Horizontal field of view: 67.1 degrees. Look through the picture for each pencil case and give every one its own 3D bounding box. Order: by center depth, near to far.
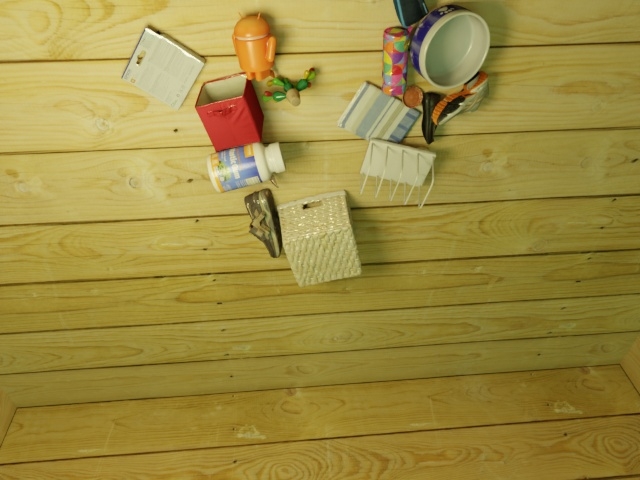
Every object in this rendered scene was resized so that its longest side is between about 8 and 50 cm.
[{"bbox_3d":[0.276,-0.652,1.756,0.104,0.104,0.236,-4,133,-3],"label":"pencil case"}]

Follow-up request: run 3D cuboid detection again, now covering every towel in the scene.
[{"bbox_3d":[0.232,-0.491,1.934,0.285,0.034,0.209,20,124,-24],"label":"towel"}]

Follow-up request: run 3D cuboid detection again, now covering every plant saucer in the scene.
[{"bbox_3d":[0.357,-0.560,1.885,0.083,0.013,0.084,-4,111,-9],"label":"plant saucer"}]

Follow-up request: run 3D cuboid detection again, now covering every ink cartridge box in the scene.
[{"bbox_3d":[-0.562,-0.614,1.729,0.224,0.045,0.223,28,122,-26],"label":"ink cartridge box"}]

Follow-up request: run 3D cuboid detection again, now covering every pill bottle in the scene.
[{"bbox_3d":[-0.273,-0.282,1.810,0.272,0.152,0.152,-15,131,2],"label":"pill bottle"}]

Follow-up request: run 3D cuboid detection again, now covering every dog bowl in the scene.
[{"bbox_3d":[0.455,-0.681,1.704,0.264,0.104,0.265,-14,133,-15],"label":"dog bowl"}]

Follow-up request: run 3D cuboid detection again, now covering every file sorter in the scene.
[{"bbox_3d":[0.311,-0.268,1.988,0.277,0.173,0.193,13,142,-2],"label":"file sorter"}]

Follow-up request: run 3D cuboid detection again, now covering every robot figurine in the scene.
[{"bbox_3d":[-0.226,-0.668,1.662,0.128,0.158,0.219,-16,128,-13],"label":"robot figurine"}]

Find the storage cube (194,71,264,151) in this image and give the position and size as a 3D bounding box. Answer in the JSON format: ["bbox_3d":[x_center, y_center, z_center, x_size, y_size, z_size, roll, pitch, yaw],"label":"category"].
[{"bbox_3d":[-0.327,-0.470,1.772,0.183,0.215,0.193,-11,134,9],"label":"storage cube"}]

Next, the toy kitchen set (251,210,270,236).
[{"bbox_3d":[-0.244,-0.065,2.076,0.083,0.068,0.075,37,122,-16],"label":"toy kitchen set"}]

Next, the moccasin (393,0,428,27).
[{"bbox_3d":[0.276,-0.864,1.555,0.116,0.138,0.342,-20,149,9],"label":"moccasin"}]

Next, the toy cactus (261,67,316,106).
[{"bbox_3d":[-0.107,-0.552,1.745,0.219,0.180,0.112,-18,136,-4],"label":"toy cactus"}]

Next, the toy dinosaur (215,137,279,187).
[{"bbox_3d":[-0.284,-0.325,1.963,0.200,0.127,0.296,-22,134,12],"label":"toy dinosaur"}]

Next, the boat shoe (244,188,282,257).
[{"bbox_3d":[-0.258,-0.074,2.194,0.130,0.132,0.355,-4,123,10],"label":"boat shoe"}]

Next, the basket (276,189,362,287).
[{"bbox_3d":[0.000,0.000,2.182,0.328,0.266,0.331,-13,133,4],"label":"basket"}]

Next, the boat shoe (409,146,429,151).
[{"bbox_3d":[0.382,-0.358,2.046,0.170,0.059,0.063,-9,131,2],"label":"boat shoe"}]

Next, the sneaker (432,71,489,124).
[{"bbox_3d":[0.556,-0.522,1.869,0.262,0.099,0.121,-40,135,4],"label":"sneaker"}]

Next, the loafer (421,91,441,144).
[{"bbox_3d":[0.451,-0.485,1.929,0.078,0.080,0.220,-8,131,1],"label":"loafer"}]
